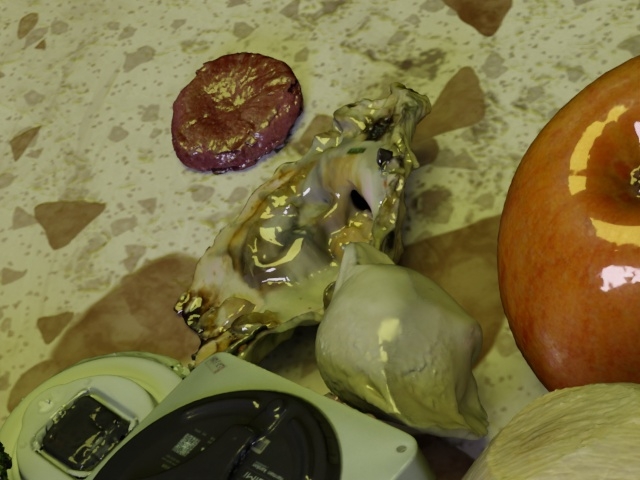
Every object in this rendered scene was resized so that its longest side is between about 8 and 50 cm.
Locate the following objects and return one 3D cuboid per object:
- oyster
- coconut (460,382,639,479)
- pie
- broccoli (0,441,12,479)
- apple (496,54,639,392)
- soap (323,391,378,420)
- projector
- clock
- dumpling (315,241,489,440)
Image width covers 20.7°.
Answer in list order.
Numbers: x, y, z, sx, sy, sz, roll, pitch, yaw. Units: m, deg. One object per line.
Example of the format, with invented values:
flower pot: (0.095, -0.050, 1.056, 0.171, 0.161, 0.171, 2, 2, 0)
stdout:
oyster: (0.003, 0.002, 1.639, 0.354, 0.107, 0.201, -51, 31, -10)
coconut: (0.216, 0.268, 1.144, 0.360, 0.346, 0.346, 2, 51, 21)
pie: (-0.090, -0.136, 1.823, 0.153, 0.038, 0.154, -10, 50, 12)
broccoli: (-0.340, 0.276, 1.417, 0.275, 0.308, 0.308, 30, 59, -2)
apple: (0.284, -0.002, 1.413, 0.299, 0.275, 0.299, -9, 54, 13)
soap: (-0.019, 0.236, 1.411, 0.065, 0.122, 0.203, 24, 62, 35)
projector: (-0.083, 0.210, 1.310, 0.259, 0.079, 0.257, -45, 38, -22)
clock: (-0.203, 0.185, 1.572, 0.236, 0.053, 0.236, -10, 49, 12)
dumpling: (0.081, 0.099, 1.467, 0.126, 0.166, 0.216, -58, 28, -1)
